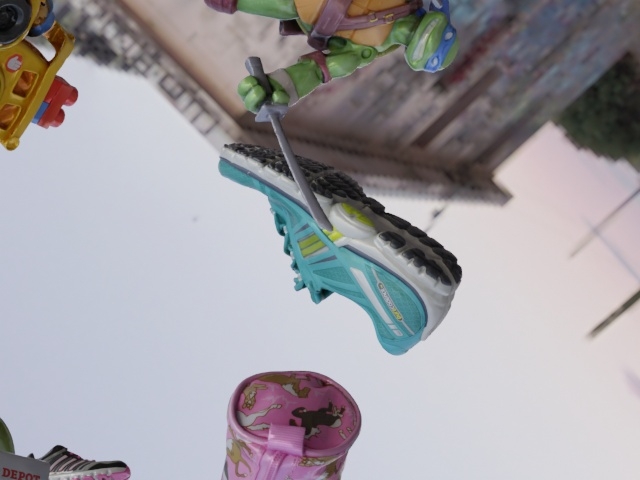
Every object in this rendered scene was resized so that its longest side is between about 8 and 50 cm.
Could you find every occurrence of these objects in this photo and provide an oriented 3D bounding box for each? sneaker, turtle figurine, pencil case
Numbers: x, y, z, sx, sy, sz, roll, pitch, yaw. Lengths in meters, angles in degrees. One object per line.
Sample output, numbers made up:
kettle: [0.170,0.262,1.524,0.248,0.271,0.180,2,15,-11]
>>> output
sneaker: [-0.360,0.330,2.203,0.063,0.170,0.074,74,-171,-52]
turtle figurine: [-0.018,-0.206,1.233,0.266,0.197,0.274,29,-133,6]
sneaker: [0.000,0.000,1.404,0.275,0.110,0.107,39,-159,24]
pencil case: [-0.059,0.331,1.754,0.160,0.386,0.167,-5,-146,-27]

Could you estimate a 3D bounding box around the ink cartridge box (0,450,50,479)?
ink cartridge box: [-0.354,0.304,1.475,0.153,0.087,0.208,28,-118,-54]

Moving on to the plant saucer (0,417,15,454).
plant saucer: [-0.409,0.267,1.525,0.037,0.241,0.241,24,-178,30]

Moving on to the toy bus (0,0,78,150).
toy bus: [-0.352,-0.213,1.701,0.211,0.220,0.149,18,-162,-47]
